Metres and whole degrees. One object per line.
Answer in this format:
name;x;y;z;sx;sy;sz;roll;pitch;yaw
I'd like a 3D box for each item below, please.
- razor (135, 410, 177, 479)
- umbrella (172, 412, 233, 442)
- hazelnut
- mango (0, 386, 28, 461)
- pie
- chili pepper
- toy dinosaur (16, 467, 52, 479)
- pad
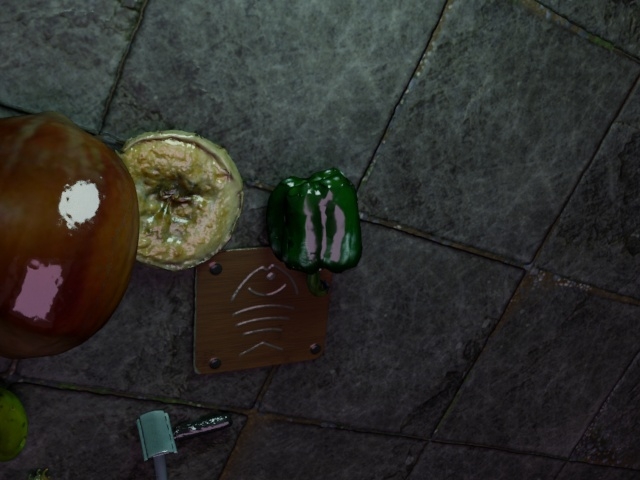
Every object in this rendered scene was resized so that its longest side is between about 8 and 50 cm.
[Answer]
razor;-0.335;0.472;1.528;0.068;0.106;0.232;-9;128;-17
umbrella;-0.250;0.393;1.546;0.133;0.031;0.036;-14;94;-14
hazelnut;-0.443;-0.004;1.088;0.366;0.366;0.365;-10;119;-17
mango;-0.594;0.334;1.337;0.119;0.100;0.178;9;128;13
pie;-0.263;-0.065;1.283;0.274;0.055;0.274;-10;119;-18
chili pepper;0.000;0.000;1.361;0.174;0.165;0.261;-13;113;-24
toy dinosaur;-0.567;0.473;1.454;0.113;0.041;0.026;14;114;-23
pad;-0.115;0.137;1.475;0.287;0.018;0.284;-5;117;-21
